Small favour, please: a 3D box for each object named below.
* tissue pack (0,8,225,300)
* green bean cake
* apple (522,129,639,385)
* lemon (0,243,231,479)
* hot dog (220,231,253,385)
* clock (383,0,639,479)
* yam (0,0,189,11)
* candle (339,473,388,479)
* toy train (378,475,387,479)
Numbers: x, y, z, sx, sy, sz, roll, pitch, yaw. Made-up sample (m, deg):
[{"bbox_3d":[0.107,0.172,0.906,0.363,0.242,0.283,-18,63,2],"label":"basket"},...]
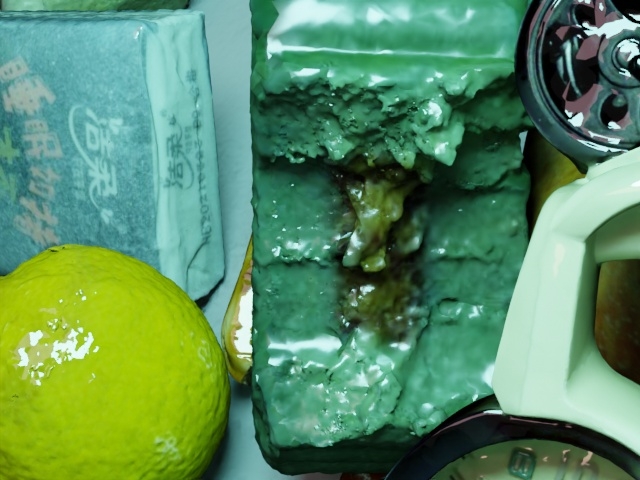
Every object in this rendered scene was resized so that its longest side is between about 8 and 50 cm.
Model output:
[{"bbox_3d":[-0.234,-0.076,1.050,0.316,0.103,0.228,7,109,32],"label":"tissue pack"},{"bbox_3d":[0.039,-0.024,0.767,0.169,0.300,0.307,2,70,-1],"label":"green bean cake"},{"bbox_3d":[0.251,-0.037,0.732,0.309,0.250,0.277,-44,54,1],"label":"apple"},{"bbox_3d":[-0.163,0.106,0.899,0.192,0.231,0.192,-29,31,19],"label":"lemon"},{"bbox_3d":[0.000,0.000,0.963,0.109,0.072,0.269,8,70,30],"label":"hot dog"},{"bbox_3d":[0.174,0.078,0.570,0.276,0.120,0.379,21,99,15],"label":"clock"},{"bbox_3d":[-0.244,-0.303,1.194,0.202,0.201,0.271,-32,60,11],"label":"yam"},{"bbox_3d":[0.142,0.217,0.782,0.329,0.048,0.051,28,40,36],"label":"candle"},{"bbox_3d":[0.145,0.207,0.673,0.307,0.126,0.189,-18,51,13],"label":"toy train"}]
